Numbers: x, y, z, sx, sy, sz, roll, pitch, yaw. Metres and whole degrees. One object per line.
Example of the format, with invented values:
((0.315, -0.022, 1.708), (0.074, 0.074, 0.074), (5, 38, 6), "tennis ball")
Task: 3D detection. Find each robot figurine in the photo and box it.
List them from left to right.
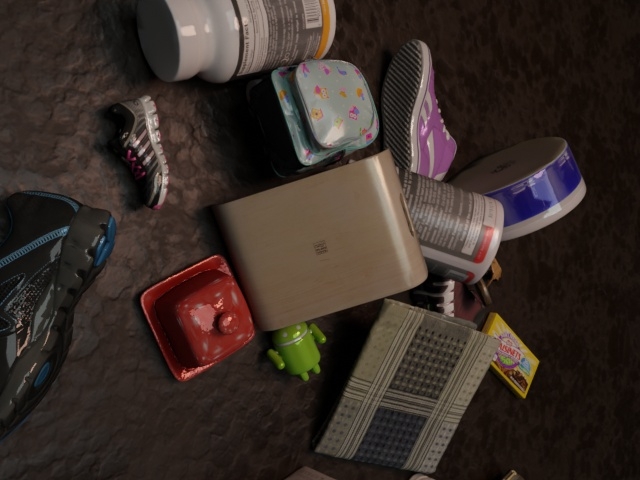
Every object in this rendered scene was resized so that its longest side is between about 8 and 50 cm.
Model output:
((-0.042, 0.182, 1.061), (0.101, 0.067, 0.115), (-28, 105, -21), "robot figurine")

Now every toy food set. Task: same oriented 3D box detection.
((0.000, 0.000, 1.003), (0.305, 0.092, 0.220), (-18, 102, 3), "toy food set")

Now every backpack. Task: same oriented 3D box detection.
((0.004, -0.204, 0.978), (0.188, 0.144, 0.166), (-23, 93, -42), "backpack")

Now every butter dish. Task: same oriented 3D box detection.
((-0.164, 0.120, 0.942), (0.159, 0.118, 0.160), (-29, 106, -32), "butter dish")

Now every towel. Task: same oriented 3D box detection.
((0.167, 0.279, 1.171), (0.312, 0.056, 0.324), (22, 99, -30), "towel")

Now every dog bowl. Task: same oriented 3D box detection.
((0.388, -0.105, 1.260), (0.265, 0.264, 0.104), (-37, 108, -31), "dog bowl")

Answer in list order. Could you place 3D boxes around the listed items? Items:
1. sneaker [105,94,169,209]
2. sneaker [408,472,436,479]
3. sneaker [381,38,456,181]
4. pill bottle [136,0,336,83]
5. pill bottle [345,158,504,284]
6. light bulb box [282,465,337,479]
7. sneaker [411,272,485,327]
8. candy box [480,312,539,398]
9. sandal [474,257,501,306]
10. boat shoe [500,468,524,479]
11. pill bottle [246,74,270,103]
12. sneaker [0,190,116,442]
((-0.272, -0.127, 0.904), (0.074, 0.063, 0.171), (-10, 90, -36), "sneaker")
((0.176, 0.559, 1.198), (0.080, 0.094, 0.212), (46, 65, -28), "sneaker")
((0.206, -0.247, 1.239), (0.161, 0.102, 0.282), (-2, 101, -39), "sneaker")
((-0.125, -0.333, 0.954), (0.278, 0.162, 0.162), (-22, 102, -33), "pill bottle")
((0.161, -0.038, 1.097), (0.283, 0.161, 0.161), (18, 77, -4), "pill bottle")
((-0.036, 0.550, 0.881), (0.360, 0.357, 0.226), (-22, 100, -35), "light bulb box")
((0.270, 0.094, 1.284), (0.162, 0.106, 0.282), (-16, 108, -42), "sneaker")
((0.431, 0.267, 1.431), (0.206, 0.027, 0.105), (44, 62, -27), "candy box")
((0.346, 0.058, 1.288), (0.090, 0.060, 0.219), (63, 23, -12), "sandal")
((0.337, 0.587, 1.318), (0.304, 0.091, 0.109), (-15, 140, -31), "boat shoe")
((-0.063, -0.256, 1.053), (0.120, 0.067, 0.067), (-20, 101, -35), "pill bottle")
((-0.392, 0.099, 0.800), (0.139, 0.125, 0.341), (22, 78, -5), "sneaker")
